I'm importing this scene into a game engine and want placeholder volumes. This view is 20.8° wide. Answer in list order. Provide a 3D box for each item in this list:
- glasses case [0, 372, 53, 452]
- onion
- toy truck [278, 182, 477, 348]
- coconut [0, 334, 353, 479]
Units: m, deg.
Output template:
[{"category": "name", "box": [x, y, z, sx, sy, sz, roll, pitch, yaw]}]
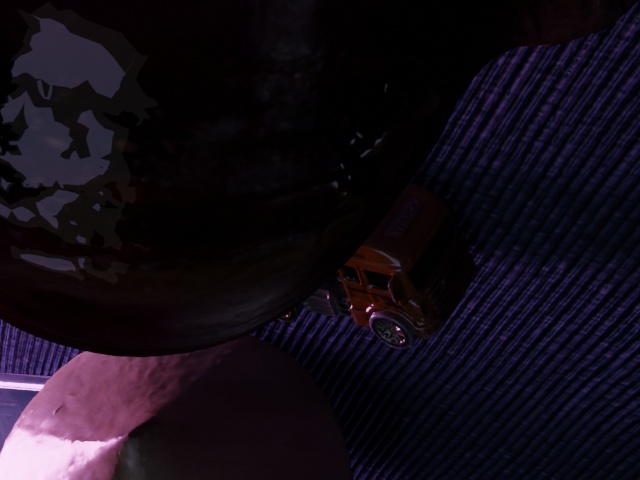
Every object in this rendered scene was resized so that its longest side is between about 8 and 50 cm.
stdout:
[{"category": "glasses case", "box": [-0.293, 0.180, 1.729, 0.266, 0.056, 0.105, -2, 139, 45]}, {"category": "onion", "box": [-0.027, -0.125, 0.782, 0.385, 0.348, 0.348, -3, 160, -21]}, {"category": "toy truck", "box": [0.000, 0.000, 1.132, 0.192, 0.083, 0.092, 13, 142, 32]}, {"category": "coconut", "box": [-0.106, 0.217, 1.366, 0.329, 0.329, 0.329, 23, 151, 14]}]
